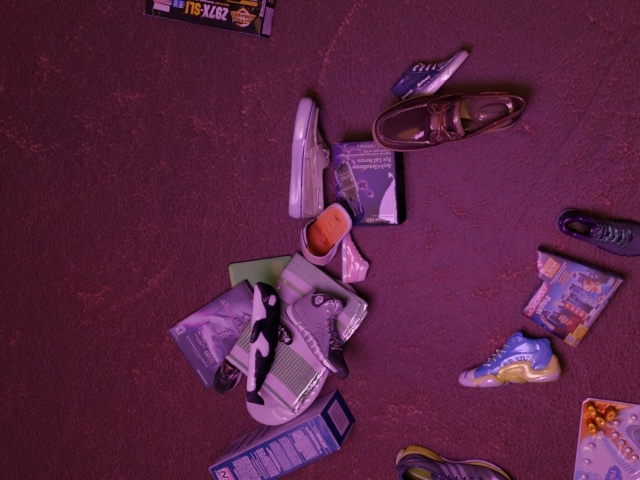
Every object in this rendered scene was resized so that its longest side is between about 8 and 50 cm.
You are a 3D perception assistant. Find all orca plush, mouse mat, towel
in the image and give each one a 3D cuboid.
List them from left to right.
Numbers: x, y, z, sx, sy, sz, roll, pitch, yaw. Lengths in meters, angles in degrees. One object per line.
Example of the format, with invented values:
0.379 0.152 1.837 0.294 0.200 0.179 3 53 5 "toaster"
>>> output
-0.146 0.121 2.020 0.189 0.007 0.153 -8 97 18 "mouse mat"
-0.117 0.247 1.845 0.102 0.151 0.287 5 78 -2 "orca plush"
-0.061 0.226 1.909 0.248 0.038 0.325 35 91 23 "towel"

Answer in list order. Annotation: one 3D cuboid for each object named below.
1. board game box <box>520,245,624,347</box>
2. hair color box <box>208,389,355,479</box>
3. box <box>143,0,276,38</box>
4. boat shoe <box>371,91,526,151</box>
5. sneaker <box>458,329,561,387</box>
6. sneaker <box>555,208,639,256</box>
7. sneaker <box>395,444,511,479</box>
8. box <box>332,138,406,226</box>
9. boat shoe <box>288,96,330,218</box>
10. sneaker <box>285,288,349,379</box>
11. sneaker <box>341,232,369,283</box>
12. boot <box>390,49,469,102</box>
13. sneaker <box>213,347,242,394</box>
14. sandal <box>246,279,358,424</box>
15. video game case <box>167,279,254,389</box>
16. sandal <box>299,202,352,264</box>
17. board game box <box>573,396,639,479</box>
0.556 0.110 1.779 0.194 0.060 0.194 34 107 10 "board game box"
-0.096 0.522 1.980 0.347 0.174 0.105 -29 91 19 "hair color box"
-0.260 -0.652 1.895 0.321 0.079 0.257 13 104 14 "box"
0.286 -0.272 1.714 0.341 0.123 0.123 -7 91 -3 "boat shoe"
0.443 0.282 1.839 0.240 0.091 0.126 -9 78 18 "sneaker"
0.634 -0.009 1.716 0.223 0.098 0.083 14 102 14 "sneaker"
0.321 0.594 1.893 0.299 0.121 0.111 8 101 15 "sneaker"
0.119 -0.138 1.846 0.153 0.108 0.207 -3 97 17 "box"
-0.023 -0.199 1.894 0.094 0.109 0.302 5 109 1 "boat shoe"
0.024 0.205 1.821 0.132 0.086 0.229 -41 66 3 "sneaker"
0.086 0.039 1.918 0.070 0.051 0.134 -1 90 1 "sneaker"
0.250 -0.386 1.786 0.086 0.069 0.190 46 110 2 "boot"
-0.236 0.328 2.015 0.072 0.077 0.178 30 108 9 "sneaker"
-0.026 0.294 1.960 0.169 0.102 0.416 37 94 22 "sandal"
-0.251 0.254 2.058 0.274 0.026 0.196 -33 91 20 "video game case"
-0.006 -0.009 1.847 0.102 0.076 0.265 53 153 11 "sandal"
0.790 0.581 1.789 0.389 0.050 0.390 6 100 16 "board game box"
